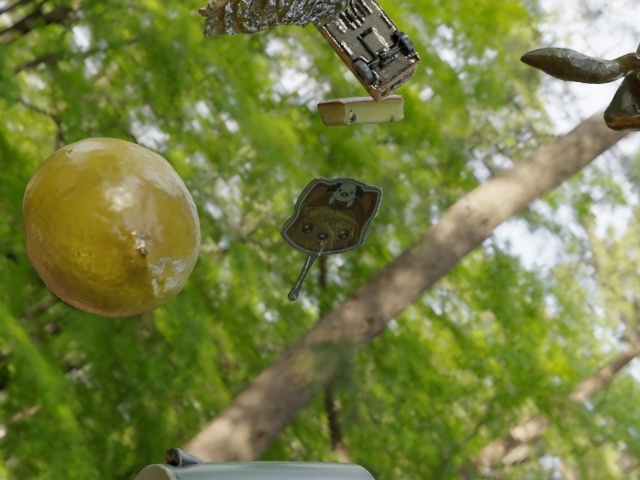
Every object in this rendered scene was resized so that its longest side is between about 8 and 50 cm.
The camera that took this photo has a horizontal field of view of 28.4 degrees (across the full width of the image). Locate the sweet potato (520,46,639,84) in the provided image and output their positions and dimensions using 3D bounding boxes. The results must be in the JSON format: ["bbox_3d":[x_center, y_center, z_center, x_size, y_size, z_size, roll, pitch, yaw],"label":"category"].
[{"bbox_3d":[0.299,-0.195,1.411,0.041,0.153,0.038,88,4,-57],"label":"sweet potato"}]

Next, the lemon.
[{"bbox_3d":[-0.275,-0.018,1.658,0.263,0.236,0.236,-96,166,-48],"label":"lemon"}]

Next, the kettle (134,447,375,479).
[{"bbox_3d":[-0.076,0.322,1.276,0.243,0.210,0.160,12,-10,-33],"label":"kettle"}]

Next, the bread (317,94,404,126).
[{"bbox_3d":[0.057,-0.216,2.112,0.088,0.226,0.049,1,-82,30],"label":"bread"}]

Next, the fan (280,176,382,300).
[{"bbox_3d":[0.000,0.000,1.745,0.220,0.132,0.009,-64,-147,31],"label":"fan"}]

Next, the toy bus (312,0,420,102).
[{"bbox_3d":[0.045,-0.283,1.696,0.194,0.083,0.088,53,-8,11],"label":"toy bus"}]

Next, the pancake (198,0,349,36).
[{"bbox_3d":[-0.023,-0.291,1.239,0.057,0.244,0.266,53,-13,24],"label":"pancake"}]

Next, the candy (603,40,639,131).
[{"bbox_3d":[0.435,-0.241,1.473,0.101,0.143,0.271,-103,-162,-49],"label":"candy"}]
